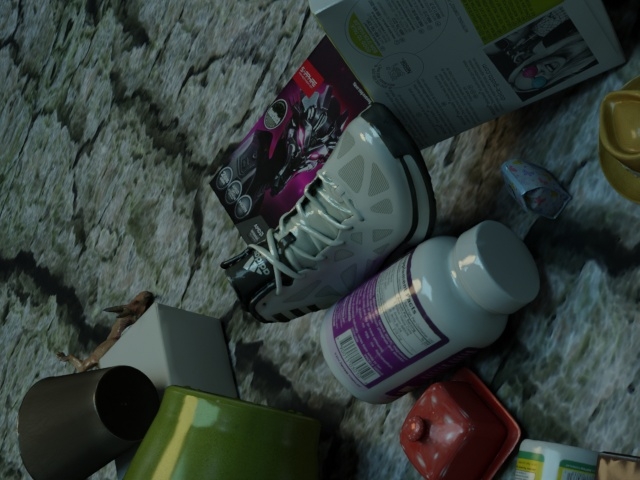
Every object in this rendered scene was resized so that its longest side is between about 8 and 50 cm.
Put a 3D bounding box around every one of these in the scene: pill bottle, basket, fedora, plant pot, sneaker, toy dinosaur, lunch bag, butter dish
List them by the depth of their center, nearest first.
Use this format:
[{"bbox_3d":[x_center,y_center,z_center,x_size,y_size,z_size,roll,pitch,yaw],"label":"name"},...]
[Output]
[{"bbox_3d":[0.284,0.354,1.541,0.118,0.118,0.208,0,75,51],"label":"pill bottle"},{"bbox_3d":[0.412,-0.142,1.618,0.194,0.079,0.194,-24,57,44],"label":"fedora"},{"bbox_3d":[0.164,0.264,1.724,0.160,0.118,0.160,-58,39,16],"label":"butter dish"},{"bbox_3d":[0.288,-0.072,1.738,0.053,0.083,0.071,-54,42,21],"label":"lunch bag"},{"bbox_3d":[0.153,0.097,1.766,0.301,0.169,0.169,-36,50,37],"label":"pill bottle"},{"bbox_3d":[0.001,0.001,1.772,0.169,0.258,0.447,55,159,21],"label":"sneaker"},{"bbox_3d":[-0.151,0.404,1.853,0.366,0.366,0.352,3,77,51],"label":"plant pot"},{"bbox_3d":[-0.382,0.296,2.113,0.227,0.154,0.204,-27,59,43],"label":"basket"},{"bbox_3d":[-0.374,0.234,2.405,0.200,0.127,0.295,-43,51,22],"label":"toy dinosaur"}]

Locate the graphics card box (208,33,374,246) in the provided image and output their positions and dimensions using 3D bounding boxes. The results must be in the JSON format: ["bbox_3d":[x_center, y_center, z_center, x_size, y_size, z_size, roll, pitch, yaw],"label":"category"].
[{"bbox_3d":[-0.011,-0.157,2.100,0.371,0.094,0.233,-51,42,15],"label":"graphics card box"}]

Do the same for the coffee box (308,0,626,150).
[{"bbox_3d":[0.169,-0.389,1.725,0.334,0.338,0.337,-23,53,15],"label":"coffee box"}]

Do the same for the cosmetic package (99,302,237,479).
[{"bbox_3d":[-0.251,0.316,2.184,0.197,0.155,0.365,-43,45,34],"label":"cosmetic package"}]

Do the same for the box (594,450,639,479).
[{"bbox_3d":[0.383,0.434,1.372,0.191,0.143,0.381,1,78,51],"label":"box"}]
